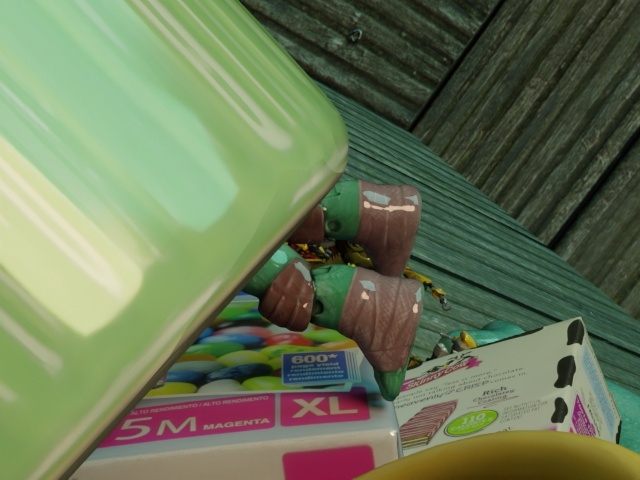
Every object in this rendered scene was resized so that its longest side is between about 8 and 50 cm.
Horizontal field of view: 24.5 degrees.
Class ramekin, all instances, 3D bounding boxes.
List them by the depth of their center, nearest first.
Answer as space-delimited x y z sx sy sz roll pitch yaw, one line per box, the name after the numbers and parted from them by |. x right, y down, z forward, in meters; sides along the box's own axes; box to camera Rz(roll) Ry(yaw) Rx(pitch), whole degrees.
-0.130 0.021 0.437 0.148 0.303 0.303 42 11 -1 | ramekin

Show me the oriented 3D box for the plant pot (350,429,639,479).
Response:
0.051 0.215 0.339 0.239 0.254 0.254 49 7 -15 | plant pot

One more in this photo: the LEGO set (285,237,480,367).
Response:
0.000 0.000 1.116 0.255 0.192 0.331 25 15 -13 | LEGO set

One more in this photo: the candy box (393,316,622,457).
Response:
0.058 0.132 0.728 0.071 0.159 0.233 66 22 -14 | candy box

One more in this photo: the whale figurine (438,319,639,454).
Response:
0.215 0.158 1.182 0.216 0.141 0.272 -6 53 -53 | whale figurine

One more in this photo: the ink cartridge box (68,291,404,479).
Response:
-0.059 0.076 0.760 0.185 0.065 0.311 -6 12 0 | ink cartridge box

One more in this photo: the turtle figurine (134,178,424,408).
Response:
-0.074 -0.003 0.645 0.234 0.118 0.175 12 53 -5 | turtle figurine
